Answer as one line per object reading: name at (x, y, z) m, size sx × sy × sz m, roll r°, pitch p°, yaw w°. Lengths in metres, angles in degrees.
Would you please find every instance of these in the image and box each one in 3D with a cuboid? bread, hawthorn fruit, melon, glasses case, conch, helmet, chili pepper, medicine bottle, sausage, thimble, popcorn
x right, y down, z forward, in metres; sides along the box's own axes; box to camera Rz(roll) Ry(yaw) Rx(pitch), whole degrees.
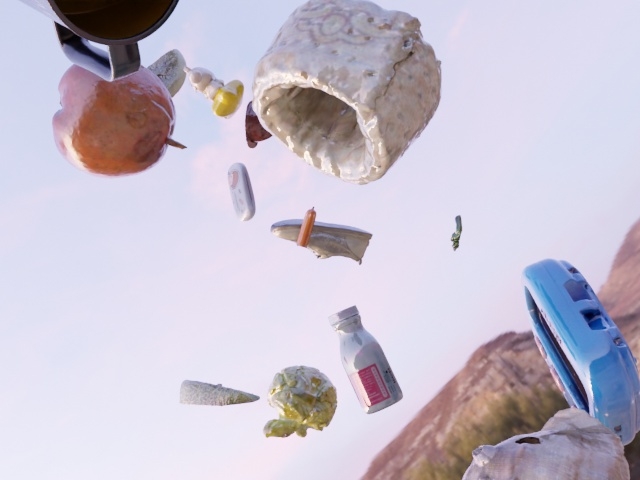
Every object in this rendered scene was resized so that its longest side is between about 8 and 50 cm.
bread at (-0.397, -0.379, 1.749) m, size 0.193 × 0.112 × 0.036 m, roll -37°, pitch -25°, yaw -6°
hawthorn fruit at (-0.433, -0.262, 1.610) m, size 0.277 × 0.298 × 0.276 m, roll 19°, pitch -90°, yaw -90°
melon at (-0.218, 0.332, 1.557) m, size 0.098 × 0.054 × 0.182 m, roll 10°, pitch -10°, yaw -42°
glasses case at (-0.230, -0.142, 2.102) m, size 0.045 × 0.178 × 0.067 m, roll 4°, pitch -24°, yaw -46°
conch at (0.338, 0.385, 1.103) m, size 0.186 × 0.263 × 0.324 m, roll 42°, pitch -117°, yaw -32°
helmet at (-0.131, -0.264, 1.655) m, size 0.089 × 0.057 × 0.111 m, roll -40°, pitch -47°, yaw -68°
chili pepper at (0.302, -0.017, 1.596) m, size 0.022 × 0.083 × 0.027 m, roll 25°, pitch -22°, yaw -38°
medicine bottle at (0.089, 0.245, 1.503) m, size 0.091 × 0.216 × 0.090 m, roll -24°, pitch -9°, yaw -4°
sausage at (-0.034, -0.036, 1.842) m, size 0.031 × 0.031 × 0.107 m, roll 10°, pitch -84°, yaw -61°
thimble at (0.045, -0.243, 1.179) m, size 0.195 × 0.292 × 0.291 m, roll -57°, pitch -18°, yaw -21°
popcorn at (-0.062, 0.419, 1.847) m, size 0.212 × 0.198 × 0.198 m, roll -60°, pitch -21°, yaw -11°

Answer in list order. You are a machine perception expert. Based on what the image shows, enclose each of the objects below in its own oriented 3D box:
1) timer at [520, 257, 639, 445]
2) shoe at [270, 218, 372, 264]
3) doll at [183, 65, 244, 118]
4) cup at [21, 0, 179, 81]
timer at (0.497, 0.212, 1.380) m, size 0.115 × 0.340 × 0.309 m, roll -23°, pitch -44°, yaw 5°
shoe at (0.000, 0.000, 1.935) m, size 0.103 × 0.275 × 0.098 m, roll -132°, pitch 52°, yaw -83°
doll at (-0.185, -0.264, 1.230) m, size 0.071 × 0.113 × 0.135 m, roll -52°, pitch -22°, yaw 9°
cup at (-0.381, -0.451, 1.179) m, size 0.242 × 0.292 × 0.308 m, roll -51°, pitch -39°, yaw -10°
